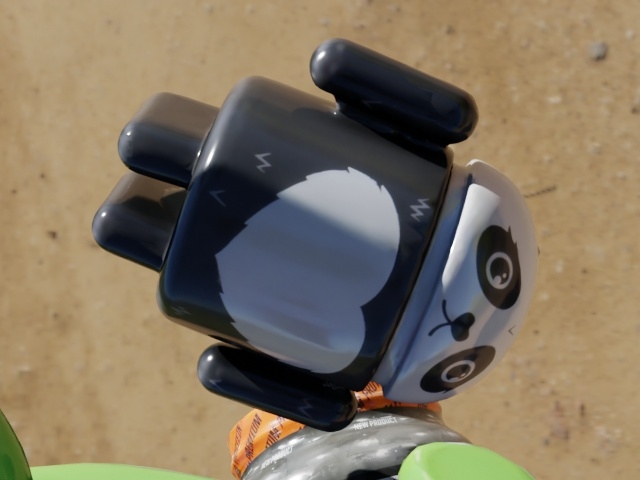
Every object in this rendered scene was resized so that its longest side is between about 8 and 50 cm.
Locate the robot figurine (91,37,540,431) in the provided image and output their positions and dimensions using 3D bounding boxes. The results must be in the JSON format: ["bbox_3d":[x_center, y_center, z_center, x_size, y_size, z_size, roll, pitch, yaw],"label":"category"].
[{"bbox_3d":[0.000,-0.001,1.020,0.209,0.278,0.173,113,177,-59],"label":"robot figurine"}]

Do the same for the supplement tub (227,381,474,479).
[{"bbox_3d":[0.053,0.277,1.143,0.207,0.207,0.338,-35,59,33],"label":"supplement tub"}]

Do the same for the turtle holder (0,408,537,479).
[{"bbox_3d":[-0.021,0.181,0.356,0.243,0.320,0.227,-99,11,-57],"label":"turtle holder"}]
